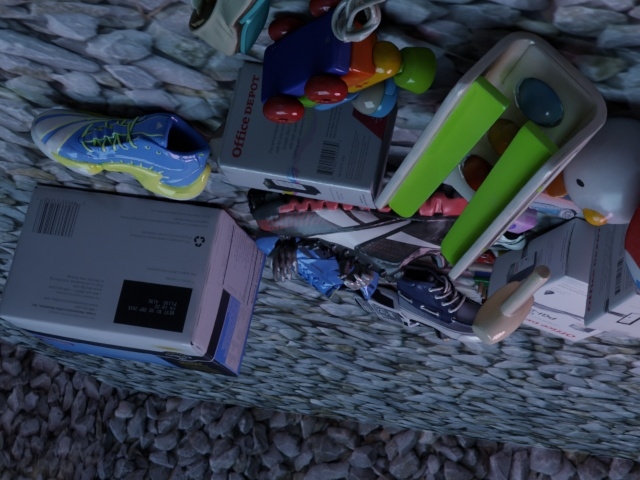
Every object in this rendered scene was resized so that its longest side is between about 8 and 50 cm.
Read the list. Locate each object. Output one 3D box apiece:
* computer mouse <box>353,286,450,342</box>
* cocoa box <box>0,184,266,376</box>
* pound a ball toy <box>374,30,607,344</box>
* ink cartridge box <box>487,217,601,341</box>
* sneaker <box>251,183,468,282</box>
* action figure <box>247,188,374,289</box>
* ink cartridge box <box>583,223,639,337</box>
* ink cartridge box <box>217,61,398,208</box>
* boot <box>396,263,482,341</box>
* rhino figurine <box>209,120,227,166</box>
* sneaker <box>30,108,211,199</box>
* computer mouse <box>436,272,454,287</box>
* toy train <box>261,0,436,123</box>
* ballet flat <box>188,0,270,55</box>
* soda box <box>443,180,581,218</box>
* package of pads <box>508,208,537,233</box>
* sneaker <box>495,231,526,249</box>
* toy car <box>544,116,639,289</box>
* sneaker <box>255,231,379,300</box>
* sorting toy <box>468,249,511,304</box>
[{"bbox_3d":[0.142,0.115,2.283,0.193,0.042,0.106,20,161,32],"label":"computer mouse"},{"bbox_3d":[-0.298,0.070,2.150,0.347,0.231,0.228,7,164,19],"label":"cocoa box"},{"bbox_3d":[0.197,-0.049,1.368,0.208,0.136,0.319,44,152,7],"label":"pound a ball toy"},{"bbox_3d":[0.354,0.060,1.842,0.158,0.092,0.218,20,160,-16],"label":"ink cartridge box"},{"bbox_3d":[0.051,-0.011,1.668,0.276,0.135,0.097,0,-171,-3],"label":"sneaker"},{"bbox_3d":[0.000,0.000,1.856,0.164,0.141,0.275,-3,157,26],"label":"action figure"},{"bbox_3d":[0.398,0.026,1.617,0.086,0.148,0.203,11,165,-3],"label":"ink cartridge box"},{"bbox_3d":[-0.012,-0.117,1.473,0.175,0.127,0.072,10,167,10],"label":"ink cartridge box"},{"bbox_3d":[0.199,0.097,2.096,0.190,0.069,0.086,15,138,32],"label":"boot"},{"bbox_3d":[-0.036,-0.116,1.597,0.243,0.073,0.106,-5,160,43],"label":"rhino figurine"},{"bbox_3d":[-0.249,-0.137,1.705,0.240,0.091,0.126,16,146,-13],"label":"sneaker"},{"bbox_3d":[0.209,0.100,2.243,0.071,0.041,0.242,35,164,13],"label":"computer mouse"},{"bbox_3d":[0.053,-0.177,1.281,0.143,0.105,0.248,9,168,-29],"label":"toy train"},{"bbox_3d":[-0.079,-0.235,1.217,0.086,0.086,0.248,15,165,-10],"label":"ballet flat"},{"bbox_3d":[0.225,-0.081,1.546,0.183,0.058,0.063,16,164,-10],"label":"soda box"},{"bbox_3d":[0.239,-0.036,1.740,0.083,0.032,0.050,17,161,-14],"label":"package of pads"},{"bbox_3d":[0.245,-0.011,1.838,0.083,0.032,0.037,5,150,7],"label":"sneaker"},{"bbox_3d":[0.326,-0.046,1.368,0.238,0.210,0.219,18,158,30],"label":"toy car"},{"bbox_3d":[-0.008,0.042,2.114,0.209,0.082,0.069,16,166,-7],"label":"sneaker"},{"bbox_3d":[0.302,0.075,2.056,0.132,0.046,0.274,6,163,21],"label":"sorting toy"}]
